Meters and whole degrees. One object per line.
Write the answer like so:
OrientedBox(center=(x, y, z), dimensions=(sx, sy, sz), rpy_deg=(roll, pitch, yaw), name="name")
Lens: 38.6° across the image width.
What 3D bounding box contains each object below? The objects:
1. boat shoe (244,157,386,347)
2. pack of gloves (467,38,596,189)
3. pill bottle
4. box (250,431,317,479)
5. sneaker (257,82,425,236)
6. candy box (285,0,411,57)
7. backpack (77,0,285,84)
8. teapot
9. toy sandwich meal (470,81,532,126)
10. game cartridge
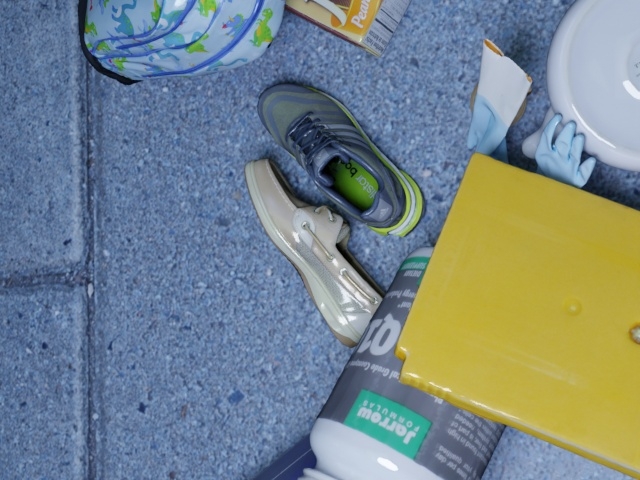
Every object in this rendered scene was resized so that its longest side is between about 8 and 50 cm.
OrientedBox(center=(0.000, 0.000, 1.281), dimensions=(0.098, 0.109, 0.302), rpy_deg=(-35, 78, 13), name="boat shoe")
OrientedBox(center=(0.238, -0.102, 1.116), dimensions=(0.046, 0.232, 0.195), rpy_deg=(-32, 64, -14), name="pack of gloves")
OrientedBox(center=(0.114, 0.206, 1.086), dimensions=(0.204, 0.204, 0.361), rpy_deg=(21, 69, 25), name="pill bottle")
OrientedBox(center=(0.011, 0.366, 1.246), dimensions=(0.261, 0.103, 0.184), rpy_deg=(-42, 68, 16), name="box")
OrientedBox(center=(0.016, -0.125, 1.271), dimensions=(0.300, 0.121, 0.111), rpy_deg=(42, 103, 22), name="sneaker")
OrientedBox(center=(0.074, -0.443, 1.289), dimensions=(0.183, 0.087, 0.316), rpy_deg=(33, 101, 25), name="candy box")
OrientedBox(center=(-0.193, -0.362, 1.282), dimensions=(0.355, 0.273, 0.290), rpy_deg=(16, 91, 34), name="backpack")
OrientedBox(center=(0.388, -0.201, 1.072), dimensions=(0.256, 0.187, 0.252), rpy_deg=(12, 97, 11), name="teapot")
OrientedBox(center=(0.242, -0.188, 1.225), dimensions=(0.085, 0.029, 0.085), rpy_deg=(0, 90, 27), name="toy sandwich meal")
OrientedBox(center=(0.271, 0.080, 1.007), dimensions=(0.324, 0.052, 0.285), rpy_deg=(21, 70, 9), name="game cartridge")
